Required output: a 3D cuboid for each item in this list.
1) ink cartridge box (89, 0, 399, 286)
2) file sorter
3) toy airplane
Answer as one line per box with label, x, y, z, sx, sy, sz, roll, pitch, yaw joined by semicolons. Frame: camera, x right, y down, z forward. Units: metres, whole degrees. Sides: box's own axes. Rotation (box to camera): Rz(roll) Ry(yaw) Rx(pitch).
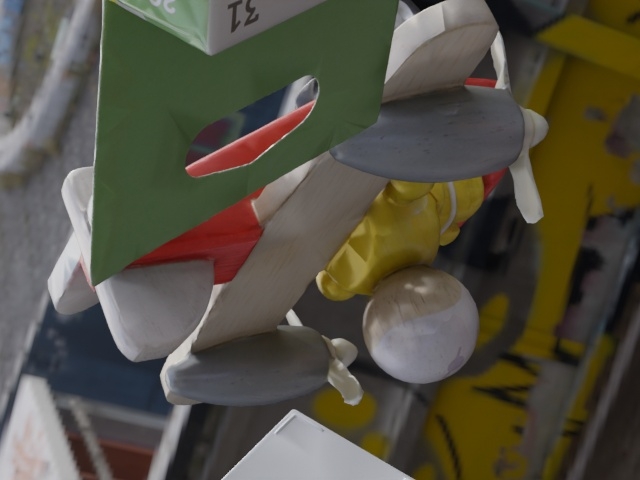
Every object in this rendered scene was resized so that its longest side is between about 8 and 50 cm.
ink cartridge box;0.002;-0.099;0.497;0.056;0.171;0.235;30;132;29
file sorter;-0.037;0.356;1.572;0.277;0.193;0.173;-41;-30;-45
toy airplane;0.000;0.000;1.101;0.384;0.272;0.386;-41;-10;3
